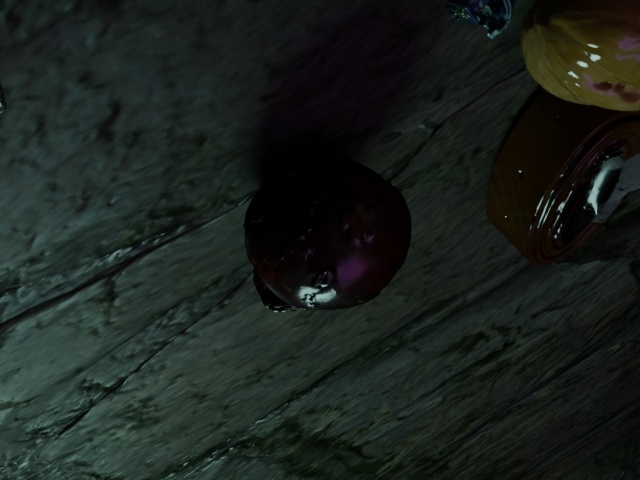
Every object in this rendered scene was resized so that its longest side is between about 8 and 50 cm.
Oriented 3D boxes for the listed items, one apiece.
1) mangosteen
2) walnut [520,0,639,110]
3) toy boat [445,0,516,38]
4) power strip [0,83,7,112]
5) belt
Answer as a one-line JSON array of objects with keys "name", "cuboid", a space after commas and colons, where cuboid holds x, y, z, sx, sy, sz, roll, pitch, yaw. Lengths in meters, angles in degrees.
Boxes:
[{"name": "mangosteen", "cuboid": [0.000, 0.000, 0.782, 0.166, 0.166, 0.180, -17, 166, -23]}, {"name": "walnut", "cuboid": [0.294, -0.205, 0.761, 0.206, 0.159, 0.159, -5, 136, -26]}, {"name": "toy boat", "cuboid": [0.139, -0.226, 0.691, 0.061, 0.060, 0.137, -60, 148, 3]}, {"name": "power strip", "cuboid": [-0.244, -0.134, 0.522, 0.038, 0.029, 0.111, -17, 139, -22]}, {"name": "belt", "cuboid": [0.311, -0.082, 0.964, 0.184, 0.105, 0.261, -17, 141, -26]}]
